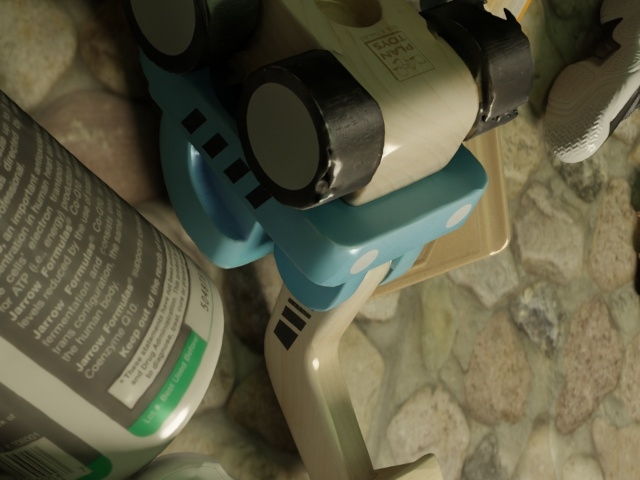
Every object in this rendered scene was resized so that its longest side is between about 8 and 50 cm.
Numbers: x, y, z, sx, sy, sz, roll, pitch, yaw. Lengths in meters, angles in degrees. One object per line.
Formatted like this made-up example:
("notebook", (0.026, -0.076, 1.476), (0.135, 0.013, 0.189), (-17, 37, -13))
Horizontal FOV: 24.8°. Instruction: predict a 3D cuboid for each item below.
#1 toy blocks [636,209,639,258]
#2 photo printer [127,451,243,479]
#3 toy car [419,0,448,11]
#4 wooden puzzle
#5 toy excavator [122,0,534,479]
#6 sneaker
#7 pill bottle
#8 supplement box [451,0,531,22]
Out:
("toy blocks", (0.426, 0.033, 1.677), (0.123, 0.054, 0.148), (-6, 97, -11))
("photo printer", (-0.167, 0.288, 1.030), (0.107, 0.256, 0.307), (39, 62, -6))
("toy car", (0.115, -0.291, 1.335), (0.149, 0.155, 0.188), (27, 83, -41))
("wooden puzzle", (0.075, -0.068, 1.380), (0.238, 0.044, 0.221), (-16, 103, -37))
("toy excavator", (0.000, 0.000, 1.202), (0.222, 0.445, 0.433), (-25, 66, -37))
("sneaker", (0.345, -0.159, 1.581), (0.153, 0.101, 0.269), (48, 59, -31))
("pill bottle", (-0.247, 0.003, 0.966), (0.361, 0.204, 0.204), (45, 63, -36))
("supplement box", (0.162, -0.252, 1.450), (0.098, 0.036, 0.062), (48, 62, -34))
